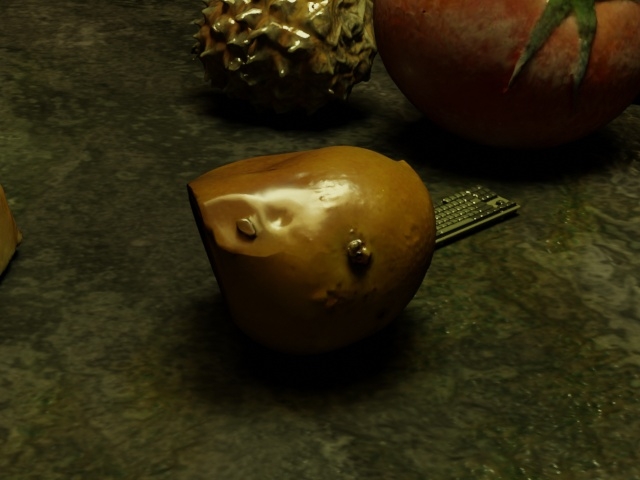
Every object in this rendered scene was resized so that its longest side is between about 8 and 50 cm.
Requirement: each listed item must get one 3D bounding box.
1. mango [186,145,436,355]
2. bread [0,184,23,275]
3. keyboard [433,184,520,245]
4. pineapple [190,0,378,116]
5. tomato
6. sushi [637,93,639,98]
[{"bbox_3d":[0.000,0.000,1.267,0.166,0.136,0.236,-15,12,-6],"label":"mango"},{"bbox_3d":[-0.328,-0.026,1.320,0.174,0.133,0.251,3,24,8],"label":"bread"},{"bbox_3d":[0.107,-0.019,1.466,0.049,0.015,0.129,22,30,40],"label":"keyboard"},{"bbox_3d":[-0.046,-0.194,1.714,0.193,0.166,0.166,-3,17,36],"label":"pineapple"},{"bbox_3d":[0.175,-0.209,1.618,0.265,0.265,0.265,1,23,0],"label":"tomato"},{"bbox_3d":[0.346,-0.173,1.787,0.084,0.056,0.083,4,23,11],"label":"sushi"}]
